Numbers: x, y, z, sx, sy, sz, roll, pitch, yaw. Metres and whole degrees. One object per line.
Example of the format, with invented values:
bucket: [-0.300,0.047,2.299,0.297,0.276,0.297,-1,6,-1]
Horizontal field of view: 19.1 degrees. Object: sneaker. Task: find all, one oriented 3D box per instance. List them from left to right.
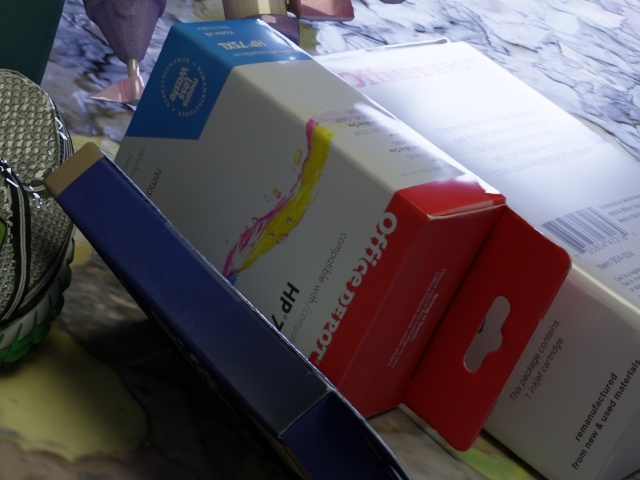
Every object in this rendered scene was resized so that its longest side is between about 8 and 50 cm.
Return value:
sneaker: [-0.178,-0.009,0.823,0.134,0.146,0.343,26,24,0]

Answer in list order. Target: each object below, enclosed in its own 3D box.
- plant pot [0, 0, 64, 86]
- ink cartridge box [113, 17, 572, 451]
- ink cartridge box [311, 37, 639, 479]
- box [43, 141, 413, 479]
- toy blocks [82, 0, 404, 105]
plant pot: [-0.215,-0.173,1.002,0.166,0.234,0.165,14,28,-23]
ink cartridge box: [0.000,0.000,0.984,0.231,0.134,0.078,38,27,26]
ink cartridge box: [0.112,0.005,1.101,0.273,0.114,0.198,37,27,23]
box: [-0.031,0.060,0.867,0.225,0.036,0.136,42,-10,34]
toy blocks: [-0.042,-0.200,1.299,0.289,0.309,0.260,-1,67,-25]
